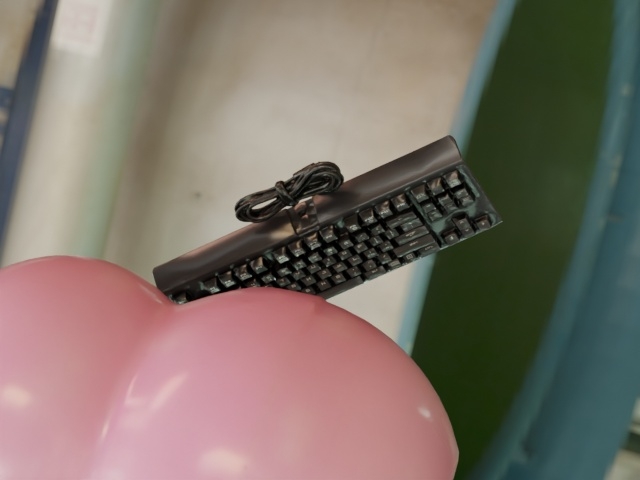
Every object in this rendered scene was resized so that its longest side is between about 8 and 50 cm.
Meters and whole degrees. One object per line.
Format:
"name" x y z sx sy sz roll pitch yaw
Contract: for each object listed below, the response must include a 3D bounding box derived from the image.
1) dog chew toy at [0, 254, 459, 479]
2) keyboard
"dog chew toy" -0.109 0.101 0.824 0.331 0.207 0.206 17 -173 5
"keyboard" 0.000 0.000 0.941 0.108 0.180 0.023 53 -163 -47
